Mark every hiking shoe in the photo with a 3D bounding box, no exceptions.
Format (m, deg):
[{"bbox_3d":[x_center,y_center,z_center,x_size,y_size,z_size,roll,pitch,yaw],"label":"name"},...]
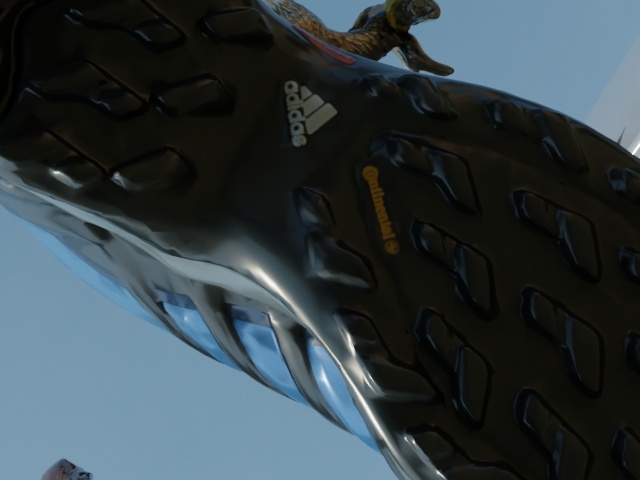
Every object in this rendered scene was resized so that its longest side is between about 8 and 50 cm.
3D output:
[{"bbox_3d":[0.015,0.004,0.511,0.113,0.304,0.132,-53,-4,-10],"label":"hiking shoe"}]

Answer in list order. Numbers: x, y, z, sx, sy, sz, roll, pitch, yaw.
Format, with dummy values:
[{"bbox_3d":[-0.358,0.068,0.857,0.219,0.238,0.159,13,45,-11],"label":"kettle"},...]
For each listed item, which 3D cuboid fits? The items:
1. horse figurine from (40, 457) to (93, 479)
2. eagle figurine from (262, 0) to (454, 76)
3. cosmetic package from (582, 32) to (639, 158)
[{"bbox_3d":[-0.075,0.191,0.768,0.066,0.174,0.263,-30,-61,-24],"label":"horse figurine"},{"bbox_3d":[-0.043,-0.160,1.533,0.298,0.225,0.226,-25,-51,-27],"label":"eagle figurine"},{"bbox_3d":[0.247,-0.046,1.008,0.230,0.161,0.453,-63,-1,-39],"label":"cosmetic package"}]
